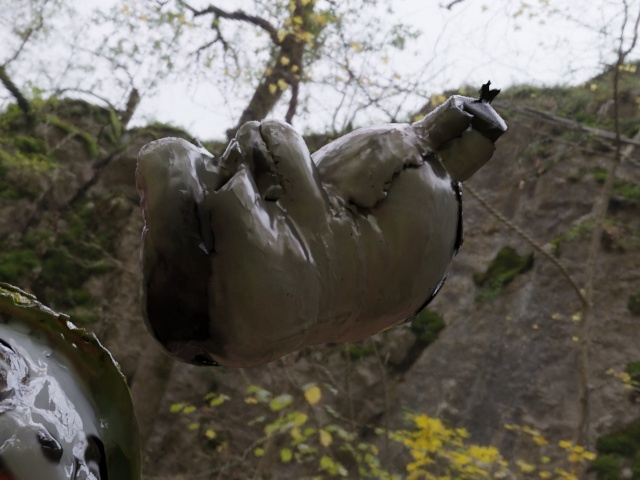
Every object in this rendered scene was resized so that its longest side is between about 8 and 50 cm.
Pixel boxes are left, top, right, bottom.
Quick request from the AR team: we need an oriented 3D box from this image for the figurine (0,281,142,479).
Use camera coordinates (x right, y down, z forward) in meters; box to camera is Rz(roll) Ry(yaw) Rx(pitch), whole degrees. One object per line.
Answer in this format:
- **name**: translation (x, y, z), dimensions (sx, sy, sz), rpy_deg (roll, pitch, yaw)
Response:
- **figurine**: translation (-0.220, 0.157, 0.347), dimensions (0.231, 0.340, 0.323), rpy_deg (-24, -69, 27)

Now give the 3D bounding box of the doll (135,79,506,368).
- **doll**: translation (0.000, 0.000, 0.385), dimensions (0.095, 0.192, 0.149), rpy_deg (43, -43, 38)
